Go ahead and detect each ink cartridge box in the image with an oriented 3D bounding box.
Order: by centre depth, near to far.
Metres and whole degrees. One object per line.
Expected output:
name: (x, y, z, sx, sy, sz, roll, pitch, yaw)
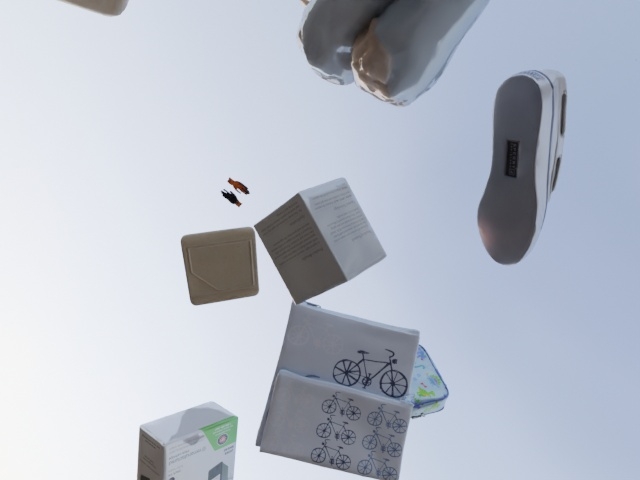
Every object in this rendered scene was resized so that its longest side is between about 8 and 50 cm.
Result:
ink cartridge box: (-0.306, 0.542, 1.052, 0.115, 0.198, 0.273, 9, -83, 40)

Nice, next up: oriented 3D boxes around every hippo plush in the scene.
hippo plush: (0.041, -0.248, 0.323, 0.294, 0.236, 0.234, 24, -88, 39)

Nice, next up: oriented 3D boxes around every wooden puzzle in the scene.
wooden puzzle: (-0.307, 0.078, 1.423, 0.044, 0.221, 0.238, -126, -148, -60)

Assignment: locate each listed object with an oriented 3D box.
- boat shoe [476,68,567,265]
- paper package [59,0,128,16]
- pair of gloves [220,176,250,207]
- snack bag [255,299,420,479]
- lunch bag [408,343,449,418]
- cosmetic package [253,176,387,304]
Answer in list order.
boat shoe: (0.273, -0.087, 0.597, 0.095, 0.084, 0.258, 38, -41, 47)
paper package: (-0.224, -0.312, 0.186, 0.309, 0.325, 0.168, -48, -135, 44)
pair of gloves: (-0.250, -0.142, 1.344, 0.074, 0.010, 0.083, 36, -53, -10)
snack bag: (0.052, 0.327, 1.018, 0.323, 0.037, 0.342, 14, -100, 1)
lunch bag: (0.273, 0.419, 1.383, 0.219, 0.176, 0.090, -115, -156, -47)
cosmetic package: (0.000, 0.000, 0.901, 0.151, 0.151, 0.183, -29, -92, 41)
